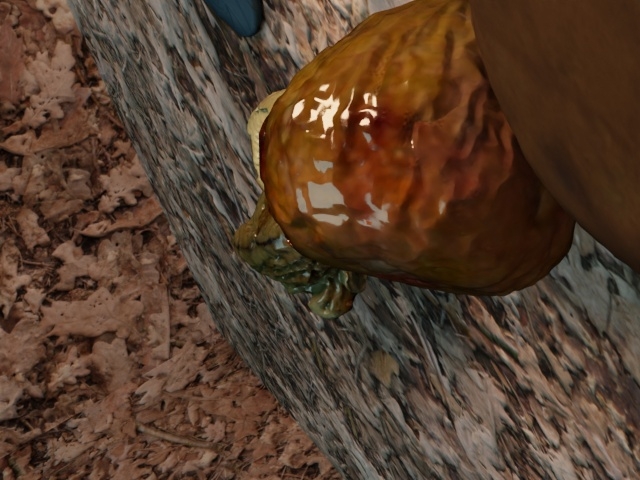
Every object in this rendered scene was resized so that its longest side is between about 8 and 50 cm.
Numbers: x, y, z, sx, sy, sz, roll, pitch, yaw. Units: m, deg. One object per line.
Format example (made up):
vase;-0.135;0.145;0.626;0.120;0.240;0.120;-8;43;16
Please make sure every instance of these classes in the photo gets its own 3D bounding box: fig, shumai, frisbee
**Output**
fig;0.117;-0.133;1.195;0.286;0.368;0.286;22;175;2
shumai;-0.002;-0.001;2.228;0.218;0.189;0.256;41;164;-15
frisbee;-0.181;-0.434;2.138;0.289;0.049;0.289;54;166;21

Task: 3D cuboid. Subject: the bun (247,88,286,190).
bun;0.024;-0.099;1.880;0.259;0.152;0.259;43;149;34

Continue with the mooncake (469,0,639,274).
mooncake;0.241;-0.137;0.921;0.324;0.187;0.324;57;167;22
